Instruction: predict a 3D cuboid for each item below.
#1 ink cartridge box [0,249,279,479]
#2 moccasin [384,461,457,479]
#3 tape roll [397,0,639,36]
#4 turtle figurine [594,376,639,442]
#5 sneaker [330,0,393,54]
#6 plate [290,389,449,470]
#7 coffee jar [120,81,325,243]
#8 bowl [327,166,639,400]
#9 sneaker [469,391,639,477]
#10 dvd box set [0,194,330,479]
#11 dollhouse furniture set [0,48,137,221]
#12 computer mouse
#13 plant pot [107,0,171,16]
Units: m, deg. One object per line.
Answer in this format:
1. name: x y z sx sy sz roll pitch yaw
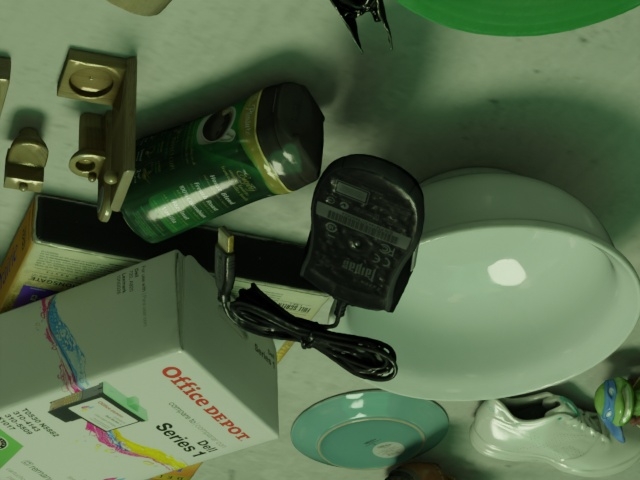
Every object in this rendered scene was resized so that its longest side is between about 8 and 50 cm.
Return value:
1. ink cartridge box: -0.205 0.142 1.613 0.278 0.117 0.201 -19 142 18
2. moccasin: 0.159 0.370 2.062 0.147 0.139 0.380 -11 146 3
3. tape roll: 0.162 -0.287 1.142 0.321 0.077 0.321 -8 138 -7
4. turtle figurine: 0.446 0.183 1.779 0.266 0.197 0.274 4 148 -10
5. sneaker: 0.020 -0.225 1.248 0.051 0.089 0.170 -11 145 9
6. plate: 0.059 0.232 1.957 0.188 0.024 0.188 -3 144 -2
7. coffee jar: -0.085 -0.069 1.450 0.184 0.096 0.079 -20 126 22
8. bowl: 0.150 0.024 1.577 0.298 0.134 0.298 -2 144 -2
9. sneaker: 0.285 0.215 1.921 0.212 0.080 0.094 5 132 -11
10. dvd box set: -0.209 0.120 1.737 0.308 0.062 0.420 11 142 -21
11. dollhouse furniture set: -0.246 -0.075 1.401 0.151 0.123 0.144 8 143 -17
12. computer mouse: 0.000 0.000 1.429 0.184 0.060 0.262 19 137 12
13. plant pot: -0.081 -0.321 1.000 0.274 0.256 0.256 -38 135 16
